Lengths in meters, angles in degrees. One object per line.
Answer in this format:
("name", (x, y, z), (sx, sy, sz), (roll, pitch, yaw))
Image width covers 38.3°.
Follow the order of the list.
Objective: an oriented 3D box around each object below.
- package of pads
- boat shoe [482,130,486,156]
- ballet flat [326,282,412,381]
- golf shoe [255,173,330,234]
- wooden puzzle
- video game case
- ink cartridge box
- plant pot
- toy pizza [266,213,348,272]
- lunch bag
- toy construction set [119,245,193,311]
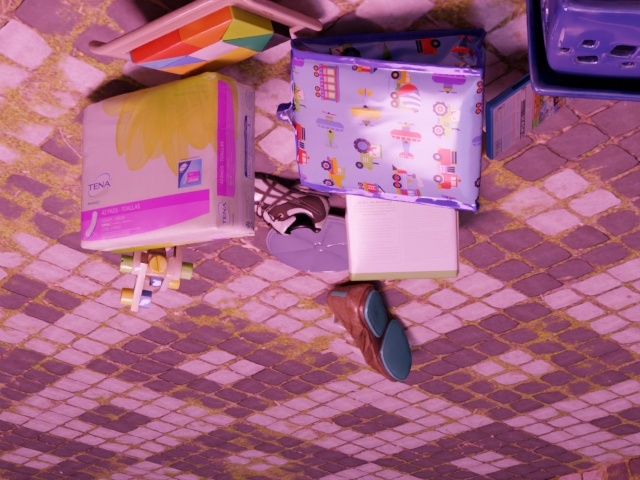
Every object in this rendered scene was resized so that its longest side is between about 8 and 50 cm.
("package of pads", (-0.225, -0.109, 1.326), (0.297, 0.229, 0.101), (-7, 169, 37))
("boat shoe", (0.153, -0.167, 1.411), (0.207, 0.073, 0.073), (10, 107, -5))
("ballet flat", (0.096, 0.193, 1.968), (0.124, 0.116, 0.342), (9, 154, 28))
("golf shoe", (-0.083, -0.058, 1.573), (0.198, 0.093, 0.077), (3, 149, 1))
("wooden puzzle", (-0.143, -0.259, 1.202), (0.239, 0.044, 0.221), (-12, 177, 25))
("video game case", (0.300, -0.197, 1.304), (0.166, 0.015, 0.119), (-36, 149, -12))
("ink cartridge box", (0.137, -0.066, 1.560), (0.189, 0.097, 0.255), (-2, 114, 7))
("plant pot", (0.356, -0.289, 1.054), (0.236, 0.235, 0.212), (3, 155, 0))
("toy pizza", (0.000, 0.000, 1.718), (0.201, 0.032, 0.201), (2, 148, 1))
("lunch bag", (0.081, -0.170, 1.297), (0.293, 0.138, 0.220), (2, 126, 9))
("toy construction set", (-0.240, -0.039, 1.494), (0.151, 0.215, 0.328), (18, 145, -25))
